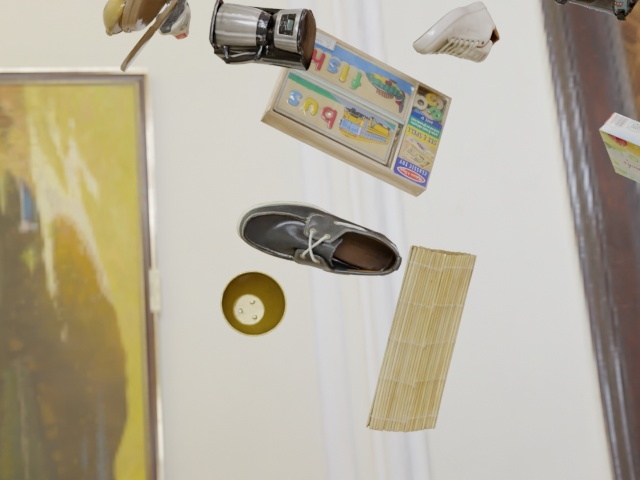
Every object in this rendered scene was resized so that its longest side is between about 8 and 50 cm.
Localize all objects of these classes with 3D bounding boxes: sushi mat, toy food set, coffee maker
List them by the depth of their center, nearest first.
[{"bbox_3d":[-0.185,-0.275,1.020,0.132,0.039,0.192,-59,3,-27],"label":"toy food set"},{"bbox_3d":[0.169,0.167,1.611,0.019,0.151,0.316,19,97,51],"label":"sushi mat"},{"bbox_3d":[-0.100,-0.386,1.804,0.171,0.178,0.120,-48,-34,-73],"label":"coffee maker"}]

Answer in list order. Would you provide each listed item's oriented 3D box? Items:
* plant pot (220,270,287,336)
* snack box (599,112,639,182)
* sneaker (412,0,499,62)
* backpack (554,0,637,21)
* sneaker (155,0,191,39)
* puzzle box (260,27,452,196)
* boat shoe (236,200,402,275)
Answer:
[{"bbox_3d":[-0.142,0.136,1.975,0.095,0.134,0.134,128,138,-73],"label":"plant pot"},{"bbox_3d":[0.448,-0.107,1.287,0.141,0.037,0.100,35,170,44],"label":"snack box"},{"bbox_3d":[0.316,-0.446,2.137,0.106,0.290,0.123,-36,88,45],"label":"sneaker"},{"bbox_3d":[0.509,-0.491,1.703,0.173,0.158,0.116,110,174,-65],"label":"backpack"},{"bbox_3d":[-0.284,-0.430,1.923,0.161,0.057,0.075,-87,-16,-56],"label":"sneaker"},{"bbox_3d":[0.089,-0.300,2.211,0.052,0.409,0.272,-41,28,61],"label":"puzzle box"},{"bbox_3d":[0.000,0.000,1.339,0.079,0.233,0.084,-120,45,-74],"label":"boat shoe"}]
